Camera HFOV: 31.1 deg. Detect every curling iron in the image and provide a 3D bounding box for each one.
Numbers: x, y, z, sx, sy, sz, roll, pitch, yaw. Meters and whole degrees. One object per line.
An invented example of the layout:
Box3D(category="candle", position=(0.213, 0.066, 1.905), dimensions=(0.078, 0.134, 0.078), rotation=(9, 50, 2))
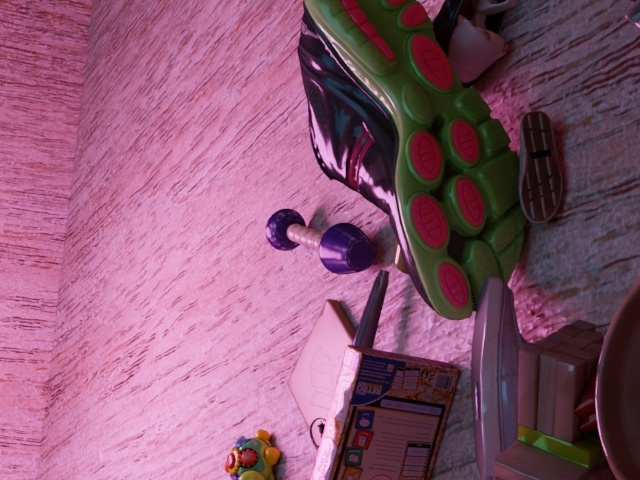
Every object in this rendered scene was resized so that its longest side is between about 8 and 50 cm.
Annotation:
Box3D(category="curling iron", position=(0.042, 0.169, 1.591), dimensions=(0.068, 0.035, 0.274), rotation=(26, 100, 60))

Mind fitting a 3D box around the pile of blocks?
Box3D(category="pile of blocks", position=(0.240, 0.264, 1.128), dimensions=(0.113, 0.149, 0.362), rotation=(18, 93, 42))

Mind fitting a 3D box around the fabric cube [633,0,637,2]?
Box3D(category="fabric cube", position=(0.314, -0.412, 1.136), dimensions=(0.259, 0.254, 0.258), rotation=(-57, 33, 32))

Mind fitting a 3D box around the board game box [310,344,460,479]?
Box3D(category="board game box", position=(0.078, 0.235, 1.415), dimensions=(0.045, 0.147, 0.193), rotation=(23, 98, 62))

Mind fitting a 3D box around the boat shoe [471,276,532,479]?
Box3D(category="boat shoe", position=(0.213, 0.154, 1.277), dimensions=(0.079, 0.081, 0.227), rotation=(107, 164, -78))

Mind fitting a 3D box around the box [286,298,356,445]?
Box3D(category="box", position=(0.017, 0.204, 1.682), dimensions=(0.164, 0.021, 0.201), rotation=(-65, 29, 22))

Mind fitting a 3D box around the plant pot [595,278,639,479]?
Box3D(category="plant pot", position=(0.354, 0.128, 0.981), dimensions=(0.237, 0.110, 0.237), rotation=(-33, 50, 52))

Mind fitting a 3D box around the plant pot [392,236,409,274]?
Box3D(category="plant pot", position=(0.128, 0.001, 1.510), dimensions=(0.083, 0.083, 0.079), rotation=(-112, 32, -48))

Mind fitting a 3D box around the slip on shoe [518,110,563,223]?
Box3D(category="slip on shoe", position=(0.254, -0.083, 1.342), dimensions=(0.041, 0.052, 0.135), rotation=(55, -150, -73))

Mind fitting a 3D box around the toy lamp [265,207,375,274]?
Box3D(category="toy lamp", position=(0.000, 0.000, 1.742), dimensions=(0.275, 0.080, 0.080), rotation=(20, 96, 62))

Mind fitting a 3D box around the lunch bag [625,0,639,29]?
Box3D(category="lunch bag", position=(0.421, -0.210, 0.872), dimensions=(0.235, 0.169, 0.287), rotation=(51, 131, 22))

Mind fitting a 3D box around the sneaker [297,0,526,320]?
Box3D(category="sneaker", position=(0.103, -0.117, 1.438), dimensions=(0.482, 0.185, 0.202), rotation=(70, 154, 21))

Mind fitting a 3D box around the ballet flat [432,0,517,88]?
Box3D(category="ballet flat", position=(0.202, -0.291, 1.476), dimensions=(0.096, 0.095, 0.280), rotation=(29, 105, 53))

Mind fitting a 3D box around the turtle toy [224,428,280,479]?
Box3D(category="turtle toy", position=(-0.110, 0.358, 1.805), dimensions=(0.095, 0.066, 0.130), rotation=(-68, 29, 17))
